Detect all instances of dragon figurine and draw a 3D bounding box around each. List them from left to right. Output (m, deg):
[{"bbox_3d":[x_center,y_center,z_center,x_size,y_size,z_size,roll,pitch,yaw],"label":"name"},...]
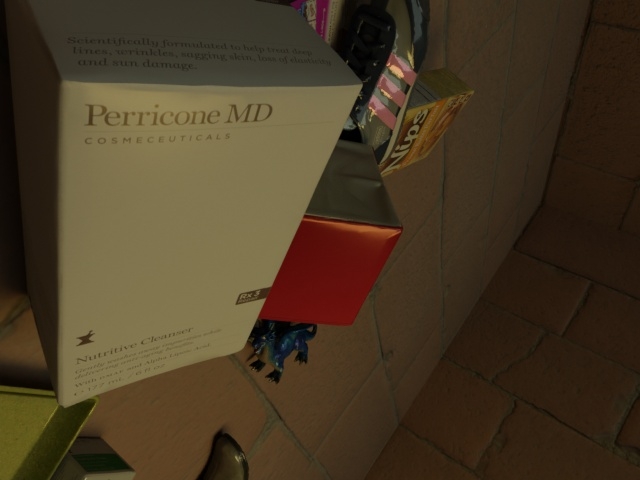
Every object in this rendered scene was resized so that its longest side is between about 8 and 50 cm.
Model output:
[{"bbox_3d":[-0.065,0.182,1.019,0.289,0.085,0.143,-21,131,-49],"label":"dragon figurine"}]

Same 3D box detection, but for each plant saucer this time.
[{"bbox_3d":[-0.383,0.243,0.591,0.188,0.045,0.188,-59,152,-7],"label":"plant saucer"}]

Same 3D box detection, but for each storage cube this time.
[{"bbox_3d":[-0.024,-0.019,0.702,0.215,0.183,0.193,7,132,-17],"label":"storage cube"}]

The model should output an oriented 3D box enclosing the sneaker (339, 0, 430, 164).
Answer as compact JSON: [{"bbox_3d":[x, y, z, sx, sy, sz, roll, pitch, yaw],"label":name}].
[{"bbox_3d":[0.061,-0.218,0.715,0.131,0.112,0.318,-34,144,-36],"label":"sneaker"}]

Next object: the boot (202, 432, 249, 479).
[{"bbox_3d":[-0.236,0.520,1.034,0.161,0.084,0.246,-16,126,-46],"label":"boot"}]

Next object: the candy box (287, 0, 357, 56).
[{"bbox_3d":[-0.005,-0.288,0.739,0.233,0.071,0.159,-36,144,-39],"label":"candy box"}]

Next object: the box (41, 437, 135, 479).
[{"bbox_3d":[-0.335,0.338,0.703,0.101,0.087,0.101,-60,152,-8],"label":"box"}]

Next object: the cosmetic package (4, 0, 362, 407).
[{"bbox_3d":[-0.148,-0.027,0.475,0.218,0.156,0.384,-13,147,-33],"label":"cosmetic package"}]

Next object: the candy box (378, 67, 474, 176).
[{"bbox_3d":[0.150,-0.217,0.979,0.317,0.087,0.182,-29,159,-47],"label":"candy box"}]
